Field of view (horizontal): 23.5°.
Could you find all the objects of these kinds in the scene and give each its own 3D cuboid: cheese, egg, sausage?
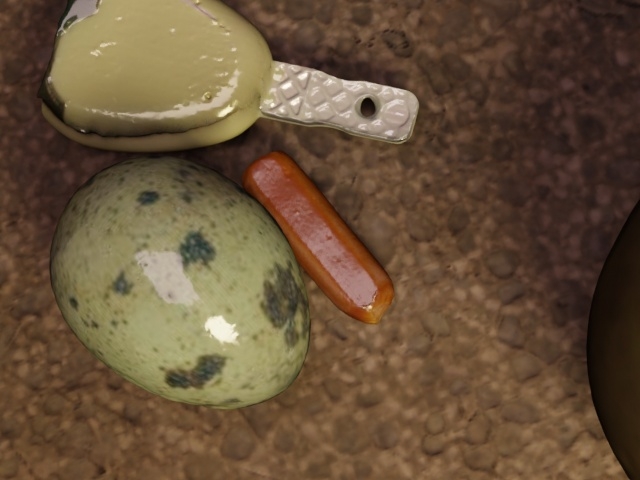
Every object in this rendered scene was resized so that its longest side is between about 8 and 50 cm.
[{"bbox_3d":[-0.058,-0.104,1.021,0.251,0.054,0.127,14,82,13],"label":"cheese"},{"bbox_3d":[-0.083,0.028,0.956,0.181,0.141,0.141,39,89,13],"label":"egg"},{"bbox_3d":[0.000,0.000,0.997,0.041,0.039,0.131,-38,76,-5],"label":"sausage"}]

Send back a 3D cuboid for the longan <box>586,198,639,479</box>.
[{"bbox_3d":[0.291,0.048,0.818,0.300,0.243,0.300,11,114,26],"label":"longan"}]
